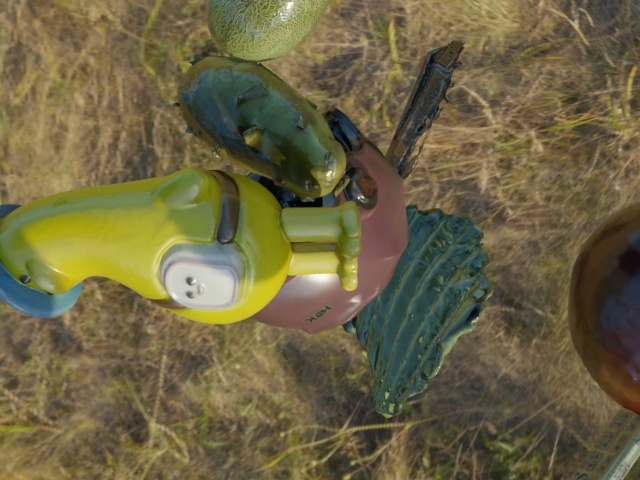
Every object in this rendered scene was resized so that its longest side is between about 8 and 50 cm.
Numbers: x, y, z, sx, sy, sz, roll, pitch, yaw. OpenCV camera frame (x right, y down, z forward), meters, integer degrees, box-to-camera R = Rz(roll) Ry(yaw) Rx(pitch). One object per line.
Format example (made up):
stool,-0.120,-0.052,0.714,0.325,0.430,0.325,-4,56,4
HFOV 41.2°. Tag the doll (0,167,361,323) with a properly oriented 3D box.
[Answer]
doll,-0.146,-0.002,0.767,0.362,0.145,0.199,-1,142,-2

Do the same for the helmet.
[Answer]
helmet,0.000,0.000,1.101,0.197,0.338,0.271,37,124,-26

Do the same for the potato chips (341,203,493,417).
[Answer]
potato chips,0.159,0.115,1.580,0.389,0.097,0.373,-53,41,32

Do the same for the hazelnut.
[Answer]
hazelnut,0.562,0.093,1.203,0.420,0.421,0.353,21,78,19

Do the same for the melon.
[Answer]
melon,-0.061,-0.297,1.021,0.139,0.139,0.192,50,131,8

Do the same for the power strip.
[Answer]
power strip,0.484,0.385,1.450,0.034,0.092,0.268,46,73,-10

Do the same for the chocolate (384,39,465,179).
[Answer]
chocolate,0.174,-0.215,1.497,0.065,0.102,0.329,35,145,10

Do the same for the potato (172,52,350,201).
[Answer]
potato,-0.063,-0.118,0.875,0.225,0.090,0.117,33,144,29
